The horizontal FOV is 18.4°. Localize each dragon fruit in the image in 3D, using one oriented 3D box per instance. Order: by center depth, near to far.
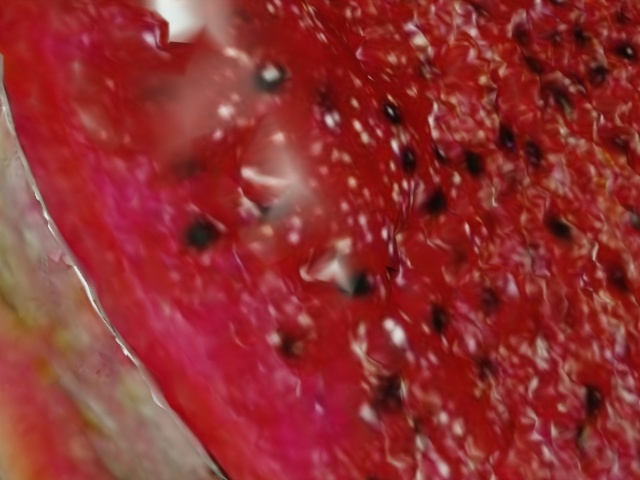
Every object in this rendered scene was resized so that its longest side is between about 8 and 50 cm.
[{"bbox_3d":[0.000,0.000,0.574,0.371,0.249,0.386,26,50,-29],"label":"dragon fruit"}]
